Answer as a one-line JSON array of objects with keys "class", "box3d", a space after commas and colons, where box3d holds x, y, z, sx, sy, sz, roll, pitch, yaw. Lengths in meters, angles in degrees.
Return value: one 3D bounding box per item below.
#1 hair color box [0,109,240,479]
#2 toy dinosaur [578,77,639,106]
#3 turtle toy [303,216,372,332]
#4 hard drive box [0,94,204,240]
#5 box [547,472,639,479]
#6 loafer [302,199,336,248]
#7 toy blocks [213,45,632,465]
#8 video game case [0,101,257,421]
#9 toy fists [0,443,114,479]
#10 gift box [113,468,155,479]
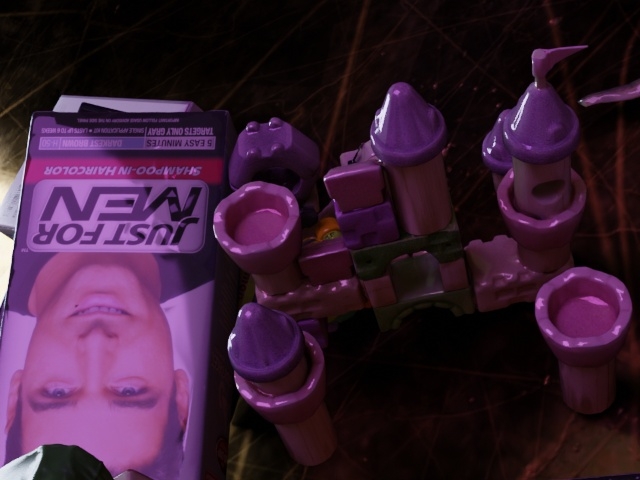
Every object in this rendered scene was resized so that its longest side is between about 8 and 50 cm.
[{"class": "hair color box", "box3d": [-0.174, 0.075, 1.015, 0.185, 0.113, 0.375, 0, 70, 6]}, {"class": "toy dinosaur", "box3d": [0.341, -0.193, 0.943, 0.268, 0.064, 0.118, -48, 30, 1]}, {"class": "turtle toy", "box3d": [-0.003, 0.047, 1.036, 0.130, 0.066, 0.095, -33, 51, 8]}, {"class": "hard drive box", "box3d": [-0.231, -0.061, 1.270, 0.232, 0.089, 0.181, 9, 68, 41]}, {"class": "box", "box3d": [0.227, 0.228, 0.731, 0.180, 0.077, 0.147, -14, 54, 31]}, {"class": "loafer", "box3d": [0.000, 0.000, 1.091, 0.125, 0.045, 0.039, -46, 27, -7]}, {"class": "toy blocks", "box3d": [0.057, -0.034, 0.859, 0.288, 0.260, 0.309, -12, 51, 6]}, {"class": "video game case", "box3d": [-0.164, 0.015, 1.117, 0.248, 0.035, 0.275, 13, 71, 12]}, {"class": "toy fists", "box3d": [-0.235, 0.249, 0.724, 0.279, 0.096, 0.142, -33, 23, 21]}, {"class": "gift box", "box3d": [-0.123, 0.339, 0.802, 0.276, 0.255, 0.258, -36, 43, 21]}]
